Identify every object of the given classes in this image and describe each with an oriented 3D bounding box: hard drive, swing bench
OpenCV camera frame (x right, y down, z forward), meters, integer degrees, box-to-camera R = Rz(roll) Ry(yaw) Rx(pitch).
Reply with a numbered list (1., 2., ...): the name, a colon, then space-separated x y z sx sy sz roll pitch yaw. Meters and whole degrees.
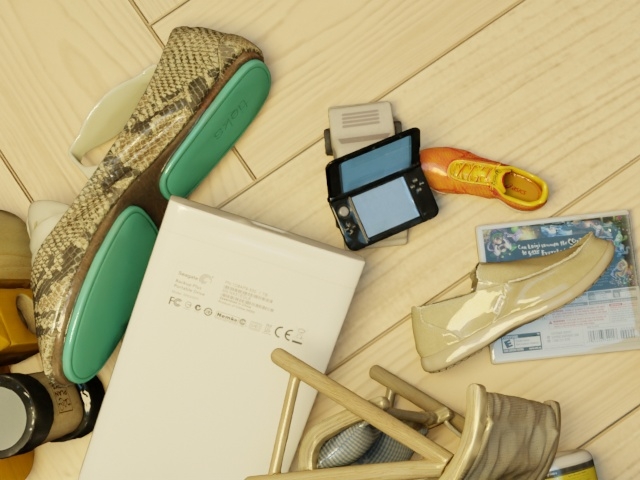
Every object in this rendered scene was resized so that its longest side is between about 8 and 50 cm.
1. hard drive: -0.117 0.148 1.365 0.233 0.047 0.353 18 101 -9
2. swing bench: 0.099 0.224 1.275 0.255 0.253 0.165 8 83 31

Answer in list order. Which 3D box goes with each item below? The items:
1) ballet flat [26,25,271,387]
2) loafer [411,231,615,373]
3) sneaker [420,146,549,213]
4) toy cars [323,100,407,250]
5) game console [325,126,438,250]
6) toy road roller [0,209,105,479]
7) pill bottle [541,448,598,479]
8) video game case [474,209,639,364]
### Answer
1. ballet flat: -0.240 -0.059 1.414 0.182 0.164 0.482 22 72 21
2. loafer: 0.221 0.058 1.386 0.269 0.102 0.092 -31 88 0
3. sneaker: 0.197 -0.082 1.440 0.175 0.067 0.064 13 78 1
4. toy cars: 0.000 0.000 1.432 0.176 0.087 0.393 33 85 6
5. game console: 0.074 -0.058 1.372 0.122 0.071 0.107 -23 89 -10
6. toy road roller: -0.430 0.140 1.384 0.241 0.202 0.329 -24 83 11
7. pill bottle: 0.285 0.342 1.368 0.103 0.103 0.184 -12 83 1
8. video game case: 0.294 0.057 1.445 0.190 0.022 0.173 -6 83 3
